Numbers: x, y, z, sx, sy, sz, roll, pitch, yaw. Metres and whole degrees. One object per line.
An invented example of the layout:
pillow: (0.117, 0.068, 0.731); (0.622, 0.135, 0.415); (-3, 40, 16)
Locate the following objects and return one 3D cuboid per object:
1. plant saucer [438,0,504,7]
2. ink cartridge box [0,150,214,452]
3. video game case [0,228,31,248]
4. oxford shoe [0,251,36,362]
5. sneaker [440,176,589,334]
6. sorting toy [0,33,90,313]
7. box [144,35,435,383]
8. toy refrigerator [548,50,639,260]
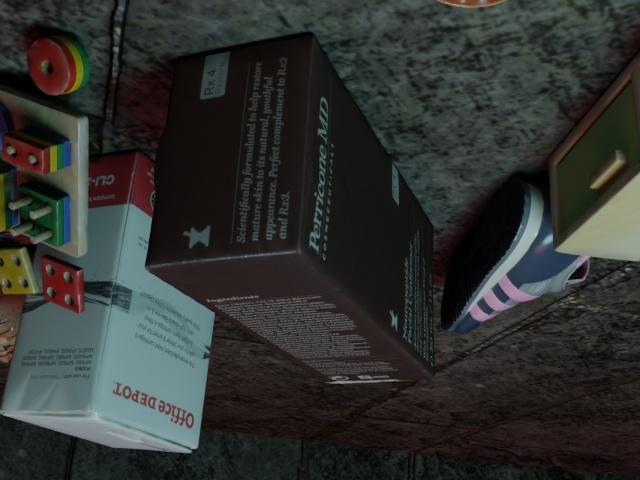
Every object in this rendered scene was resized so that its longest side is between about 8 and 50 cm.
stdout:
plant saucer: (0.103, -0.187, 0.539); (0.083, 0.013, 0.083); (3, 156, 1)
ink cartridge box: (-0.206, 0.074, 0.866); (0.114, 0.272, 0.197); (-6, 155, 21)
video game case: (-0.449, -0.053, 0.874); (0.269, 0.061, 0.244); (-11, 153, 30)
oxford shoe: (-0.379, 0.086, 0.997); (0.123, 0.130, 0.348); (-7, 174, 5)
sneaker: (0.228, 0.041, 0.928); (0.131, 0.112, 0.319); (9, 158, -5)
sorting toy: (-0.268, -0.051, 0.709); (0.132, 0.046, 0.274); (21, 120, 22)
box: (0.000, 0.000, 0.773); (0.143, 0.191, 0.381); (-7, 156, 22)
toy refrigerator: (0.273, -0.081, 0.649); (0.094, 0.102, 0.269); (7, 157, -7)
